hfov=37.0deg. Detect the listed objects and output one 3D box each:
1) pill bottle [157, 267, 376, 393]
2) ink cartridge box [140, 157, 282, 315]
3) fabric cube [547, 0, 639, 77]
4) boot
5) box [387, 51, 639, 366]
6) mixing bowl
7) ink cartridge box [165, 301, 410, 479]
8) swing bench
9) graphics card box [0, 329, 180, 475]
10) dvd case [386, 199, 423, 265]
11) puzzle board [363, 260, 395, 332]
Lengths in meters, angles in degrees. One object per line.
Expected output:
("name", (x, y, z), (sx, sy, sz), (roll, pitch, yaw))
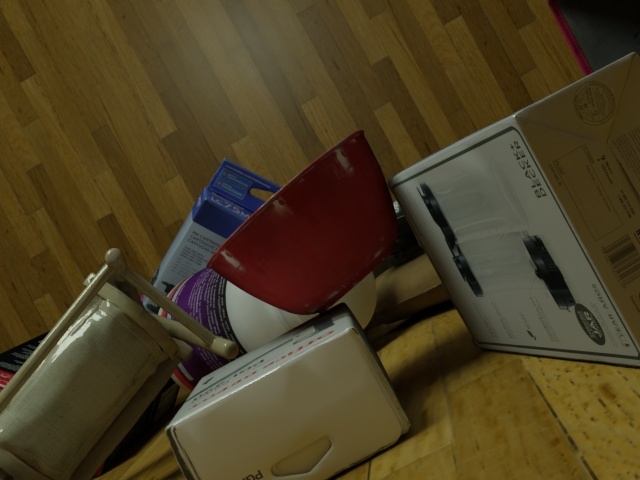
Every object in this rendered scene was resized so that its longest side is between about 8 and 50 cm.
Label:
("pill bottle", (-0.070, 0.095, 1.203), (0.181, 0.181, 0.323), (-30, 2, -35))
("ink cartridge box", (-0.136, 0.055, 1.393), (0.311, 0.186, 0.065), (-58, 16, 15))
("fabric cube", (0.399, -0.200, 0.869), (0.258, 0.259, 0.254), (-28, 0, 3))
("boot", (0.203, 0.001, 1.126), (0.236, 0.089, 0.269), (-22, -6, -31))
("box", (0.155, -0.009, 0.678), (0.087, 0.169, 0.290), (-29, 0, -11))
("mixing bowl", (0.000, 0.000, 0.831), (0.181, 0.098, 0.181), (-41, -2, -1))
("ink cartridge box", (-0.024, 0.131, 0.771), (0.158, 0.092, 0.218), (-29, 3, 0))
("swing bench", (-0.251, 0.166, 1.021), (0.253, 0.165, 0.254), (-53, 10, -18))
("graphics card box", (-0.372, 0.232, 1.488), (0.371, 0.232, 0.094), (-43, -31, -80))
("dvd case", (0.163, -0.014, 1.210), (0.179, 0.030, 0.238), (-23, -24, 19))
("puzzle board", (0.056, 0.055, 1.265), (0.096, 0.128, 0.011), (-29, 20, -10))
